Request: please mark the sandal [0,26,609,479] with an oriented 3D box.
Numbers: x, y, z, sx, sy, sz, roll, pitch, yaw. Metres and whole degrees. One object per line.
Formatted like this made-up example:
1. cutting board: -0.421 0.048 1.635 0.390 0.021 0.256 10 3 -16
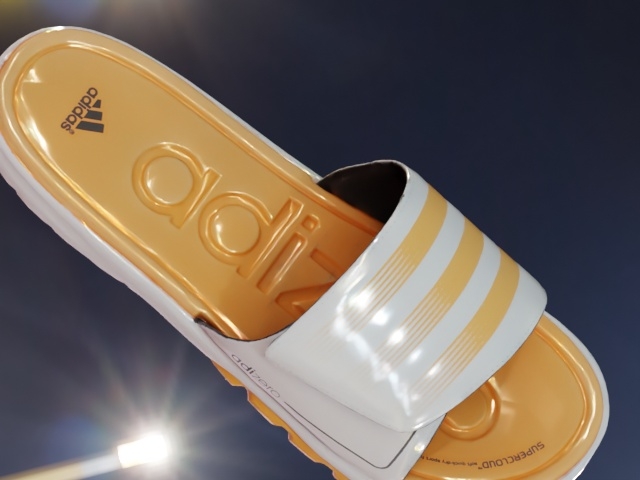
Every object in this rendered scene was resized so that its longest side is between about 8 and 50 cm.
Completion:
1. sandal: -0.006 0.008 0.686 0.265 0.102 0.076 34 -24 -5
